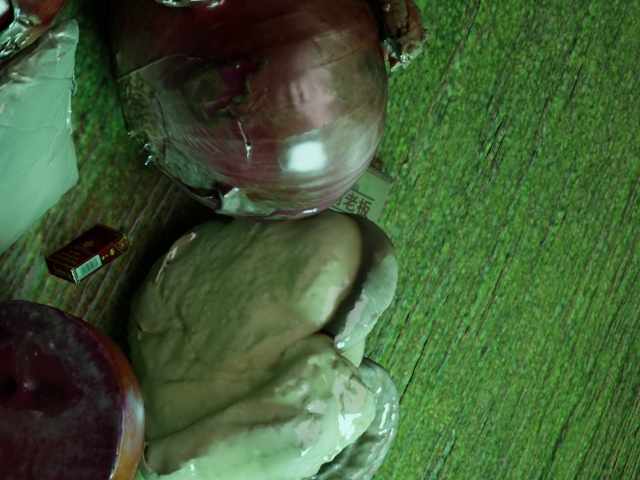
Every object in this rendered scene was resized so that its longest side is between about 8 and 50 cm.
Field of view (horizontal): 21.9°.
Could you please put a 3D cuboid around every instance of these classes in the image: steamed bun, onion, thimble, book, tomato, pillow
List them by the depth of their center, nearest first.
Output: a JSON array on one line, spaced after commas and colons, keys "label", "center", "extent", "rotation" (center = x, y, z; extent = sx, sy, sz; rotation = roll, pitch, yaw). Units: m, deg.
[{"label": "pillow", "center": [-0.343, -0.065, 1.655], "extent": [0.274, 0.076, 0.281], "rotation": [-47, 164, -29]}, {"label": "tomato", "center": [-0.299, 0.245, 1.727], "extent": [0.176, 0.289, 0.335], "rotation": [36, 79, -54]}, {"label": "onion", "center": [-0.082, -0.184, 1.772], "extent": [0.353, 0.353, 0.354], "rotation": [-16, 114, -41]}, {"label": "steamed bun", "center": [-0.064, 0.138, 1.903], "extent": [0.230, 0.324, 0.372], "rotation": [45, 55, -50]}, {"label": "thimble", "center": [-0.019, 0.236, 2.101], "extent": [0.229, 0.148, 0.196], "rotation": [-57, 136, -13]}, {"label": "book", "center": [0.000, 0.000, 2.127], "extent": [0.161, 0.026, 0.231], "rotation": [25, 84, -46]}]

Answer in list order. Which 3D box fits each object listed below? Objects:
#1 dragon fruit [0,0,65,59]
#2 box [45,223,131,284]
[{"label": "dragon fruit", "center": [-0.348, -0.274, 1.541], "extent": [0.250, 0.250, 0.315], "rotation": [34, 88, -45]}, {"label": "box", "center": [-0.259, 0.015, 1.852], "extent": [0.082, 0.051, 0.023], "rotation": [-36, 127, -31]}]
